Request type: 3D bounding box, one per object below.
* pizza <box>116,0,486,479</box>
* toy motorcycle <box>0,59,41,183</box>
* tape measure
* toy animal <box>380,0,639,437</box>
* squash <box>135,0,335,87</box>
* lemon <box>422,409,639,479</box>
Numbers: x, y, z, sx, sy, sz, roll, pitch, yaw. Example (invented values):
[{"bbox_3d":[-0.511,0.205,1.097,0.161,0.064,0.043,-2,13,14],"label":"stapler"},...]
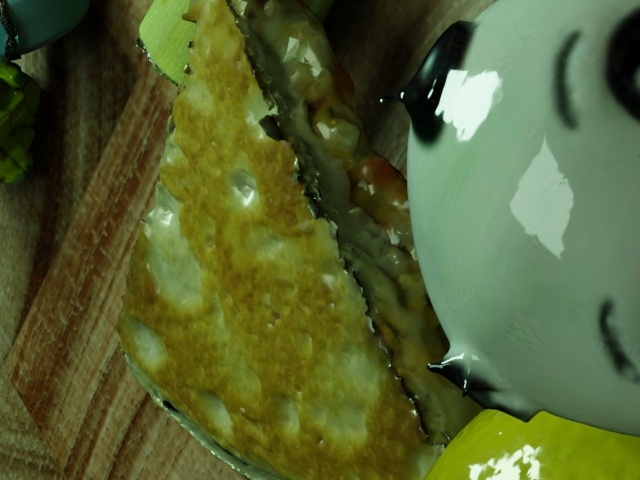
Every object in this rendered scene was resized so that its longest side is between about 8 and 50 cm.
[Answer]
[{"bbox_3d":[0.000,0.000,1.282,0.440,0.130,0.406,17,119,51],"label":"pizza"},{"bbox_3d":[-0.391,-0.135,1.735,0.342,0.206,0.142,24,77,37],"label":"toy motorcycle"},{"bbox_3d":[-0.259,-0.208,1.606,0.146,0.125,0.081,-125,15,-55],"label":"tape measure"},{"bbox_3d":[0.184,-0.027,0.930,0.251,0.310,0.251,19,113,54],"label":"toy animal"},{"bbox_3d":[-0.036,-0.192,1.360,0.187,0.123,0.123,-54,52,28],"label":"squash"},{"bbox_3d":[0.177,0.170,1.016,0.219,0.240,0.240,-41,60,36],"label":"lemon"}]
